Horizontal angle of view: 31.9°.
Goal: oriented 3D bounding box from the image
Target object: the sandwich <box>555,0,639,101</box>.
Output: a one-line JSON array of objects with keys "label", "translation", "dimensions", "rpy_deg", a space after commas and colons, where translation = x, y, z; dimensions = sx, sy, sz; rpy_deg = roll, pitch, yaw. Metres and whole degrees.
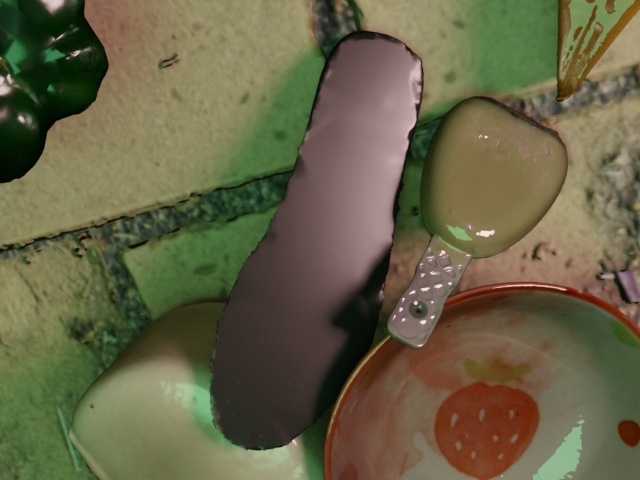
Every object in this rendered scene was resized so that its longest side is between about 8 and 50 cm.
[{"label": "sandwich", "translation": [0.209, -0.170, 0.707], "dimensions": [0.114, 0.079, 0.163], "rpy_deg": [5, 112, 15]}]

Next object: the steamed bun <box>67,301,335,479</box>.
[{"label": "steamed bun", "translation": [-0.058, 0.163, 0.881], "dimensions": [0.164, 0.146, 0.241], "rpy_deg": [-37, 98, 25]}]

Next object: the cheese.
[{"label": "cheese", "translation": [0.096, -0.010, 0.756], "dimensions": [0.097, 0.192, 0.037], "rpy_deg": [29, 153, 4]}]

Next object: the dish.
[{"label": "dish", "translation": [0.124, 0.138, 0.832], "dimensions": [0.260, 0.085, 0.260], "rpy_deg": [-3, 109, -8]}]

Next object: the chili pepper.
[{"label": "chili pepper", "translation": [-0.253, -0.143, 0.804], "dimensions": [0.165, 0.261, 0.174], "rpy_deg": [-44, 117, -14]}]

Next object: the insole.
[{"label": "insole", "translation": [0.000, 0.000, 0.789], "dimensions": [0.110, 0.012, 0.309], "rpy_deg": [16, 87, -8]}]
